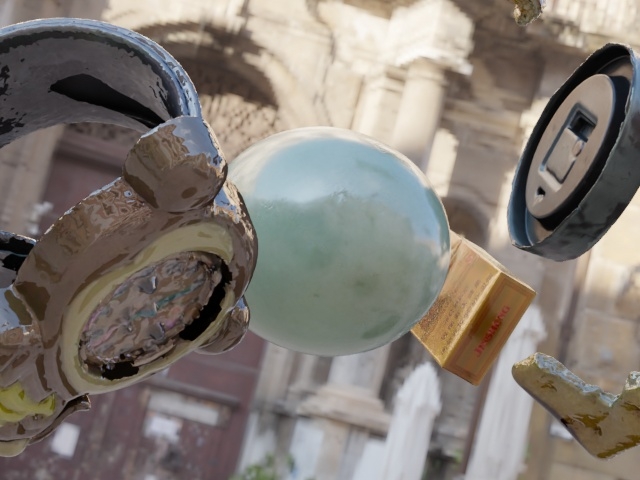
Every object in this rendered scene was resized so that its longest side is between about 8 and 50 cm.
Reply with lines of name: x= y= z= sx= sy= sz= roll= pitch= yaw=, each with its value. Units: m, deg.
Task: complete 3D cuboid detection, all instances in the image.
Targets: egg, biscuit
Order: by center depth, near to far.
egg: x=0.000 y=0.000 z=1.560 sx=0.276 sy=0.276 sz=0.389 roll=21 pitch=-6 yaw=-27
biscuit: x=0.345 y=0.193 z=1.580 sx=0.174 sy=0.039 sz=0.183 roll=47 pitch=-38 yaw=-7

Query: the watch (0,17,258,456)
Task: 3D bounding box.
watch: x=-0.253 y=-0.032 z=1.184 sx=0.327 sy=0.335 sz=0.314 roll=49 pitch=-19 yaw=28

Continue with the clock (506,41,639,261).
clock: x=0.373 y=-0.124 z=1.825 sx=0.067 sy=0.325 sz=0.325 roll=24 pitch=-14 yaw=-12

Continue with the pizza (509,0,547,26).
pizza: x=0.270 y=-0.492 z=1.952 sx=0.086 sy=0.335 sz=0.226 roll=-13 pitch=-6 yaw=33

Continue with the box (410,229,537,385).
box: x=0.224 y=0.101 z=2.049 sx=0.076 sy=0.174 sz=0.274 roll=31 pitch=6 yaw=-18
